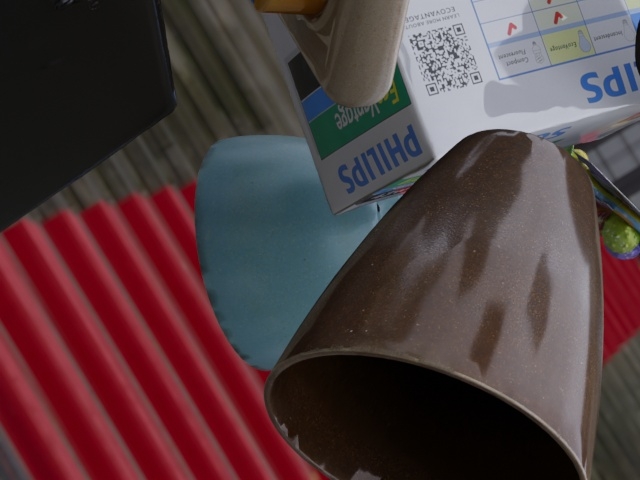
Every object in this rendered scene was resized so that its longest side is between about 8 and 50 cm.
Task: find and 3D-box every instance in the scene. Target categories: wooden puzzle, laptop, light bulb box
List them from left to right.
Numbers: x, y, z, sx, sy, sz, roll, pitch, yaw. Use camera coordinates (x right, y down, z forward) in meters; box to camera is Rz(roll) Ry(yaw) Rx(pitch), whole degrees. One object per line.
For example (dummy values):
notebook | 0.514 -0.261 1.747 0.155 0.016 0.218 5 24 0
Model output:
laptop | -0.341 -0.117 1.043 0.407 0.236 0.382 18 -16 3
wooden puzzle | -0.019 -0.315 1.154 0.348 0.080 0.322 -123 -142 -52
light bulb box | 0.145 -0.255 1.489 0.225 0.358 0.361 -28 -101 63

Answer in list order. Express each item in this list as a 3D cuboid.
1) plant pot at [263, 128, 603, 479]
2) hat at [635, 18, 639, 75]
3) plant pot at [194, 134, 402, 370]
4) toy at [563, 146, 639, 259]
plant pot | 0.104 0.044 1.007 0.215 0.230 0.215 17 -32 11
hat | 0.448 -0.201 1.320 0.331 0.331 0.134 61 34 -47
plant pot | 0.000 0.000 1.811 0.290 0.195 0.290 -11 90 -69
toy | 0.332 -0.026 1.736 0.237 0.056 0.137 45 0 -30
